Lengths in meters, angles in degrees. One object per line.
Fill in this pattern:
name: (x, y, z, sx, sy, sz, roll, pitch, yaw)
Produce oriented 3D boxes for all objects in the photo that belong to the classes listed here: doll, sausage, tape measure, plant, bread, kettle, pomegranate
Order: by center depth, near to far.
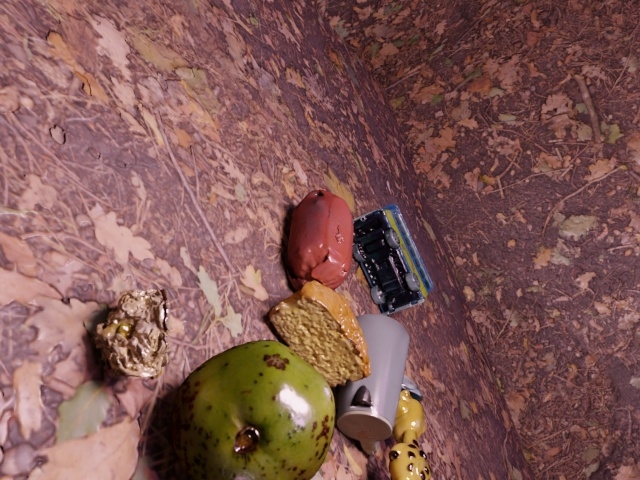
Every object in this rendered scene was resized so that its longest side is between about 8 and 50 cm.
plant: (-0.220, 0.128, 0.612, 0.122, 0.105, 0.116, 74, 32, -51)
pomegranate: (-0.093, 0.244, 0.662, 0.248, 0.214, 0.214, 126, -57, -75)
bread: (0.000, 0.178, 0.966, 0.229, 0.143, 0.139, 59, 14, -21)
doll: (0.190, 0.434, 1.033, 0.117, 0.086, 0.291, 50, 19, -10)
kettle: (0.112, 0.325, 1.064, 0.243, 0.160, 0.210, -74, 162, -47)
sausage: (0.000, 0.000, 1.109, 0.152, 0.152, 0.279, 47, 32, -35)
tape measure: (0.189, 0.429, 1.222, 0.107, 0.104, 0.179, -145, -115, -79)

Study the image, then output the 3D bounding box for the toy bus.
toy bus: (0.214, 0.056, 1.484, 0.312, 0.152, 0.190, 66, 25, 1)
